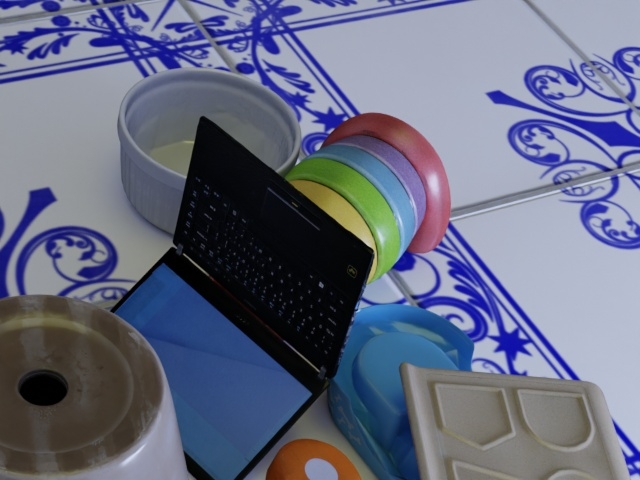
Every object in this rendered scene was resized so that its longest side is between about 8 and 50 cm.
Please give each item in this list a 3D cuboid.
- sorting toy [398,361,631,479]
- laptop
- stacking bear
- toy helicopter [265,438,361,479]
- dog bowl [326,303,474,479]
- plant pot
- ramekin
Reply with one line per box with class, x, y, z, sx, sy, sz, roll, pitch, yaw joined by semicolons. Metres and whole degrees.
sorting toy;0.194;0.245;1.369;0.229;0.041;0.307;9;42;-17
laptop;-0.101;0.063;1.426;0.234;0.264;0.136;39;44;24
stacking bear;0.000;0.000;1.604;0.175;0.164;0.289;37;52;12
toy helicopter;0.071;0.340;1.280;0.355;0.140;0.235;24;35;-8
dog bowl;0.117;0.190;1.489;0.166;0.074;0.297;-19;52;-31
plant pot;-0.236;0.207;1.220;0.323;0.280;0.323;7;43;-7
ramekin;-0.132;-0.093;1.698;0.207;0.109;0.207;8;42;-8
